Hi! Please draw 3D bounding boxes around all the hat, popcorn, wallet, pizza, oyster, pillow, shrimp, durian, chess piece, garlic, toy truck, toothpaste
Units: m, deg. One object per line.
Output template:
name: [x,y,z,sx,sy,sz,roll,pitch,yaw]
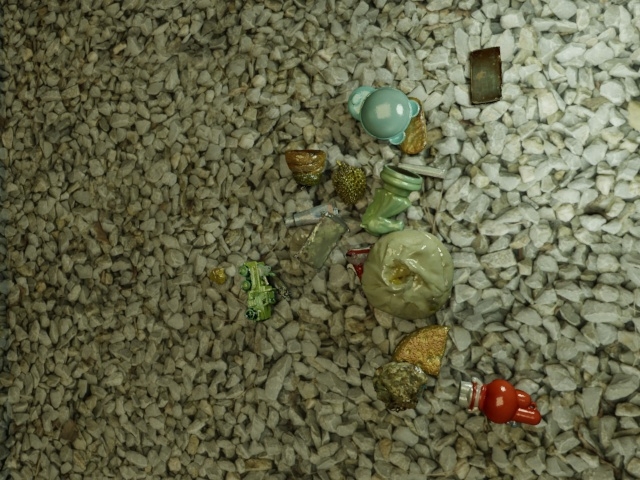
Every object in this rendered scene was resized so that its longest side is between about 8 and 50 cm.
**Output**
hat: [0.184,0.126,1.929,0.140,0.129,0.227,-10,100,-6]
popcorn: [-0.466,0.156,2.157,0.084,0.084,0.084,-2,85,18]
wallet: [0.661,-0.655,1.866,0.122,0.031,0.232,-1,83,22]
pizza: [0.409,0.444,1.836,0.292,0.058,0.197,-40,76,13]
oyster: [0.312,0.567,1.812,0.260,0.092,0.198,-29,92,28]
pillow: [0.000,0.000,1.984,0.255,0.169,0.059,-56,30,7]
shrimp: [-0.225,0.223,2.074,0.217,0.051,0.150,40,101,25]
durian: [0.114,-0.261,1.977,0.146,0.102,0.208,-29,73,20]
chess piece: [0.281,-0.144,1.890,0.176,0.176,0.298,28,112,18]
garlic: [-0.079,-0.013,2.031,0.113,0.074,0.094,-29,86,30]
toy truck: [-0.254,0.217,1.998,0.135,0.128,0.259,-8,82,19]
toothpaste: [-0.039,-0.106,2.040,0.234,0.057,0.089,-14,83,10]

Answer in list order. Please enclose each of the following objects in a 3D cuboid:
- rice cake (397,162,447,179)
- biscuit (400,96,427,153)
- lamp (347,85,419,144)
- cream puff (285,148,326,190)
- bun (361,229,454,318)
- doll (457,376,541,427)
rice cake: [0.414,-0.285,1.912,0.207,0.036,0.047,11,102,18]
biscuit: [0.377,-0.479,1.945,0.119,0.029,0.247,-10,82,25]
lamp: [0.244,-0.530,1.918,0.284,0.147,0.209,34,101,26]
cream puff: [-0.064,-0.303,2.010,0.184,0.183,0.168,6,107,19]
bun: [0.337,0.131,1.775,0.365,0.219,0.365,0,95,2]
doll: [0.653,0.588,1.706,0.291,0.130,0.160,10,86,13]
